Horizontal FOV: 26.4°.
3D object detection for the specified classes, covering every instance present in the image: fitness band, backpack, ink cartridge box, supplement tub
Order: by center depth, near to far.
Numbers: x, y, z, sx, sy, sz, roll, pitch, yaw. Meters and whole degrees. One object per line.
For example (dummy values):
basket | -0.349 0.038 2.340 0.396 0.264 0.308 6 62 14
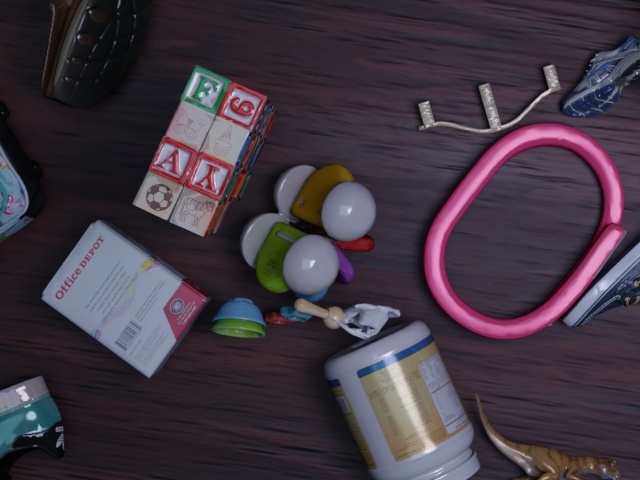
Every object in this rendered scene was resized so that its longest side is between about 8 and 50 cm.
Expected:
supplement tub | 0.104 0.214 1.701 0.144 0.144 0.200 -24 90 3
backpack | -0.504 -0.065 1.713 0.253 0.191 0.225 -30 90 8
fitness band | 0.260 -0.012 1.739 0.209 0.054 0.291 38 92 4
ink cartridge box | -0.247 0.072 1.751 0.175 0.072 0.127 36 93 2

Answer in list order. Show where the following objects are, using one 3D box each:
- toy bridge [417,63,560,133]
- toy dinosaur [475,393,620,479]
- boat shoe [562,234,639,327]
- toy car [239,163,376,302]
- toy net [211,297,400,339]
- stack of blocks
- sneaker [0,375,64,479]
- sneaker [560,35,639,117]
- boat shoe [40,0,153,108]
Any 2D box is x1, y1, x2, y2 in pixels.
toy bridge | 0.216 -0.170 1.747 0.188 0.026 0.063 -17 91 3
toy dinosaur | 0.274 0.285 1.745 0.211 0.064 0.112 19 74 -7
boat shoe | 0.395 0.062 1.723 0.183 0.065 0.083 -44 87 2
toy car | 0.000 0.000 1.714 0.136 0.159 0.182 41 80 -38
toy net | -0.016 0.106 1.709 0.232 0.122 0.045 3 74 7
stack of blocks | -0.130 -0.102 1.630 0.087 0.297 0.171 24 93 0
sneaker | -0.472 0.287 1.749 0.302 0.108 0.121 -25 86 2
sneaker | 0.360 -0.208 1.731 0.135 0.052 0.058 -35 51 19
boat shoe | -0.283 -0.329 1.736 0.120 0.122 0.324 21 90 33
